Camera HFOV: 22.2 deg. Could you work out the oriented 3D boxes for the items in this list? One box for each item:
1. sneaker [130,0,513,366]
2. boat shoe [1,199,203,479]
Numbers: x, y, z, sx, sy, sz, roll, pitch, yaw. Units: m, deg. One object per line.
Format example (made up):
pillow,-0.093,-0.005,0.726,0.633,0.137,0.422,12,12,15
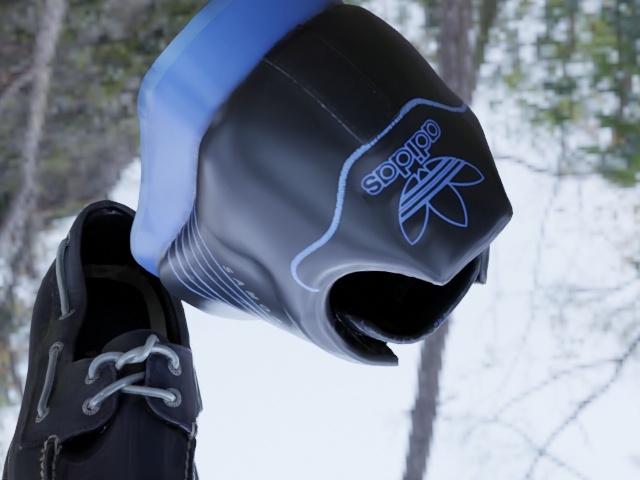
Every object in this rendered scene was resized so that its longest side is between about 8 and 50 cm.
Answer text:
sneaker,0.000,0.000,0.480,0.081,0.090,0.232,-42,171,-9
boat shoe,-0.082,0.057,0.622,0.075,0.065,0.206,3,-148,-11
